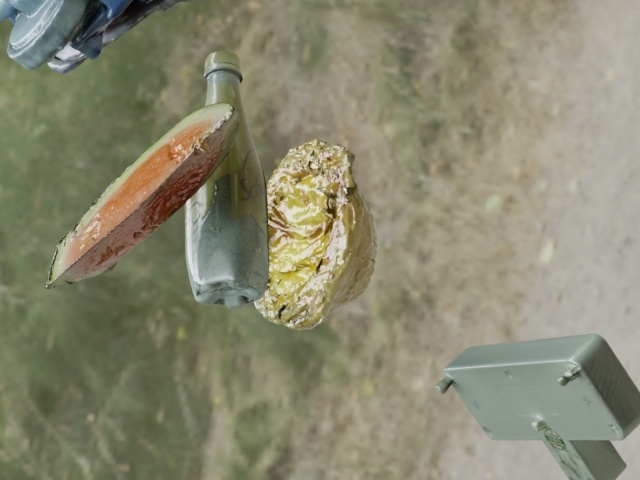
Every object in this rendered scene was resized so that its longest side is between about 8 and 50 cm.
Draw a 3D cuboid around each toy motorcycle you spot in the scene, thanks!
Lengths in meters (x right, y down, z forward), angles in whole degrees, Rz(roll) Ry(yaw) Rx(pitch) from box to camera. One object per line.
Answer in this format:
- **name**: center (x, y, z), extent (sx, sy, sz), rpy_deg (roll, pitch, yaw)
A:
- **toy motorcycle**: center (-0.220, -0.320, 1.506), extent (0.319, 0.182, 0.241), rpy_deg (-46, 55, 15)

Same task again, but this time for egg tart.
- **egg tart**: center (0.000, 0.000, 1.785), extent (0.252, 0.098, 0.232), rpy_deg (-44, 45, 50)

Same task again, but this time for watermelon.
- **watermelon**: center (-0.155, -0.041, 1.424), extent (0.245, 0.063, 0.119), rpy_deg (-40, 10, 14)

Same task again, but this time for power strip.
- **power strip**: center (0.206, 0.157, 1.366), extent (0.061, 0.145, 0.215), rpy_deg (-41, 11, -24)

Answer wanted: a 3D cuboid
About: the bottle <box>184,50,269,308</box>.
- **bottle**: center (-0.094, -0.067, 1.552), extent (0.083, 0.083, 0.270), rpy_deg (125, 145, -62)
